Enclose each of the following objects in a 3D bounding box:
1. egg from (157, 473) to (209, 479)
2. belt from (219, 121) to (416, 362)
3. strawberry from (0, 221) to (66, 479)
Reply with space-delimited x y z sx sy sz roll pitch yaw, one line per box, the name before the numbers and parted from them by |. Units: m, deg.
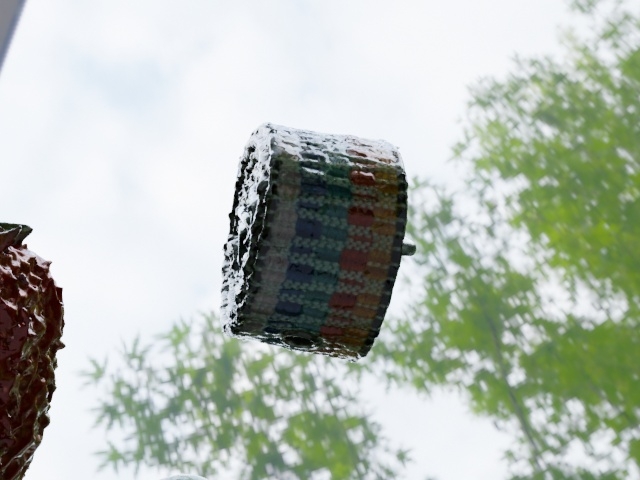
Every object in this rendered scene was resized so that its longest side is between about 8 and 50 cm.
egg | -0.160 0.331 1.327 0.169 0.169 0.231 29 -93 -26
belt | 0.000 0.000 1.291 0.161 0.295 0.206 10 -89 -8
strawberry | -0.372 0.150 1.353 0.292 0.292 0.343 -13 -95 -7
